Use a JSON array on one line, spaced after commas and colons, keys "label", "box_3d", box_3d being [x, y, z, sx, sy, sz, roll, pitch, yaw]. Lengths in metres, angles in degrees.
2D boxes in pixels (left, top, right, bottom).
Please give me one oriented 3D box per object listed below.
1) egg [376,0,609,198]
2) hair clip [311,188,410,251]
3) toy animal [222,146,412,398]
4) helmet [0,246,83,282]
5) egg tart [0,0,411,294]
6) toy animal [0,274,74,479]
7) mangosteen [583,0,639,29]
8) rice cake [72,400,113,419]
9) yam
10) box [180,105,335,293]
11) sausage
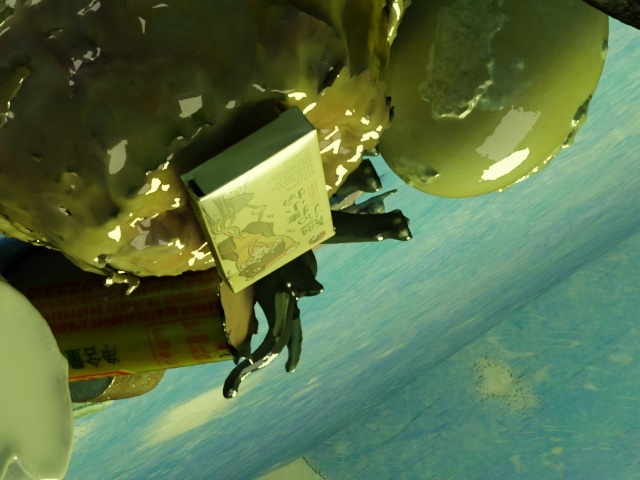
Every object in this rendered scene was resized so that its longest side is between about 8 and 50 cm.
[{"label": "egg", "box_3d": [0.112, -0.125, 0.989, 0.201, 0.164, 0.164, -64, 161, 6]}, {"label": "hair clip", "box_3d": [-0.003, -0.008, 1.473, 0.187, 0.056, 0.146, -18, 166, -10]}, {"label": "toy animal", "box_3d": [-0.011, -0.013, 1.034, 0.137, 0.269, 0.082, -17, 137, 14]}, {"label": "helmet", "box_3d": [-0.200, 0.041, 1.136, 0.070, 0.098, 0.123, -55, 177, -23]}, {"label": "egg tart", "box_3d": [-0.075, -0.079, 0.826, 0.352, 0.150, 0.352, -30, 165, -9]}, {"label": "toy animal", "box_3d": [-0.306, 0.083, 0.801, 0.265, 0.206, 0.271, -1, -170, 25]}, {"label": "mangosteen", "box_3d": [0.180, -0.218, 0.689, 0.275, 0.275, 0.302, -19, -163, -38]}, {"label": "rice cake", "box_3d": [-0.298, 0.193, 1.618, 0.033, 0.029, 0.170, -40, 163, 27]}, {"label": "yam", "box_3d": [-0.212, 0.125, 1.439, 0.084, 0.084, 0.127, -33, 164, 14]}, {"label": "box", "box_3d": [-0.031, -0.017, 0.791, 0.073, 0.020, 0.149, -32, 159, -8]}, {"label": "sausage", "box_3d": [-0.228, 0.068, 0.957, 0.371, 0.082, 0.082, -8, 170, 10]}]
